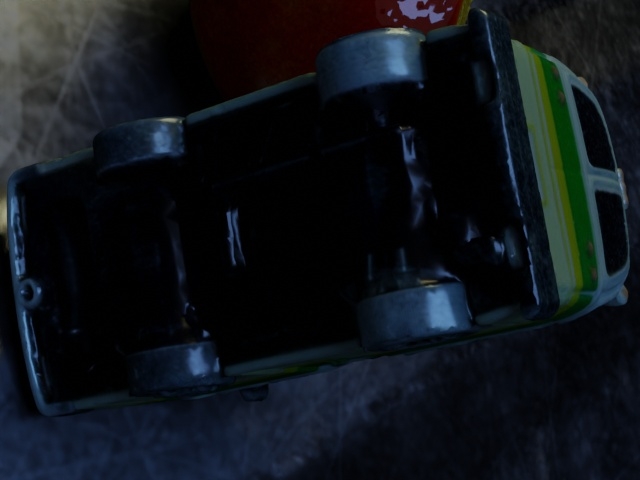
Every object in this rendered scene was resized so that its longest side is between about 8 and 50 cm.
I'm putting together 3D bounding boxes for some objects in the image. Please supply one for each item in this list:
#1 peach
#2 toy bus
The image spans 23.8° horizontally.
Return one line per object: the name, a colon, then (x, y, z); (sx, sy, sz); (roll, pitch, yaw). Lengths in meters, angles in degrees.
peach: (0.027, -0.129, 0.839); (0.190, 0.190, 0.192); (-30, 79, -45)
toy bus: (0.000, 0.000, 0.712); (0.164, 0.276, 0.134); (4, 75, -55)
